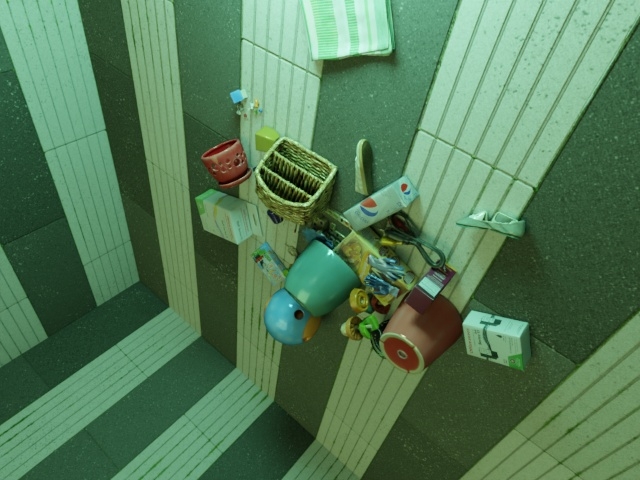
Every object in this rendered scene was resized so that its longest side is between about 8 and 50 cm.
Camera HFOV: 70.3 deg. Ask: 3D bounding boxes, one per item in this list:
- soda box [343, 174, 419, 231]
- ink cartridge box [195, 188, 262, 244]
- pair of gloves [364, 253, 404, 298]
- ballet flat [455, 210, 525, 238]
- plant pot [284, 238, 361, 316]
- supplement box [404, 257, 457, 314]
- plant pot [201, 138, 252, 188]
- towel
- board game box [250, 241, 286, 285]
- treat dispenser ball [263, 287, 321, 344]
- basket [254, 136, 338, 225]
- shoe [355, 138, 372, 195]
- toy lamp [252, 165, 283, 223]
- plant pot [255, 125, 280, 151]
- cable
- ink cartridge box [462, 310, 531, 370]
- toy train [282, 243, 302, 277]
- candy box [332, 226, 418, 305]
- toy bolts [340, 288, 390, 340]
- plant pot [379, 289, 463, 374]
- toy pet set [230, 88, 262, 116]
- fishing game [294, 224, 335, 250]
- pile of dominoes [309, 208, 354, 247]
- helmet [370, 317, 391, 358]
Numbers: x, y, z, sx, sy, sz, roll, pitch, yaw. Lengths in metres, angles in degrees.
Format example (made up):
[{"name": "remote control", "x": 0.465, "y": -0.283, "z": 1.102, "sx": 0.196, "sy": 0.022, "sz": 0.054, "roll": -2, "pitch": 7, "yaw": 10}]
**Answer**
[{"name": "soda box", "x": 0.213, "y": -0.128, "z": 1.646, "sx": 0.091, "sy": 0.098, "sz": 0.286, "roll": 56, "pitch": 143, "yaw": -5}, {"name": "ink cartridge box", "x": -0.473, "y": -0.116, "z": 2.345, "sx": 0.353, "sy": 0.119, "sz": 0.207, "roll": 20, "pitch": 132, "yaw": 35}, {"name": "pair of gloves", "x": 0.242, "y": 0.141, "z": 1.748, "sx": 0.159, "sy": 0.023, "sz": 0.198, "roll": 24, "pitch": 132, "yaw": 28}, {"name": "ballet flat", "x": 0.529, "y": -0.059, "z": 1.416, "sx": 0.213, "sy": 0.072, "sz": 0.068, "roll": 16, "pitch": 103, "yaw": 37}, {"name": "plant pot", "x": -0.012, "y": 0.179, "z": 1.923, "sx": 0.293, "sy": 0.235, "sz": 0.293, "roll": 42, "pitch": 168, "yaw": 11}, {"name": "supplement box", "x": 0.393, "y": 0.162, "z": 1.618, "sx": 0.080, "sy": 0.188, "sz": 0.104, "roll": 38, "pitch": 140, "yaw": 16}, {"name": "plant pot", "x": -0.417, "y": -0.341, "z": 2.056, "sx": 0.191, "sy": 0.191, "sz": 0.174, "roll": 7, "pitch": 129, "yaw": 43}, {"name": "towel", "x": 0.072, "y": -0.684, "z": 1.396, "sx": 0.324, "sy": 0.038, "sz": 0.248, "roll": 13, "pitch": 127, "yaw": 40}, {"name": "board game box", "x": -0.265, "y": 0.127, "z": 2.393, "sx": 0.212, "sy": 0.039, "sz": 0.160, "roll": 52, "pitch": 142, "yaw": -2}, {"name": "treat dispenser ball", "x": -0.138, "y": 0.371, "z": 2.253, "sx": 0.288, "sy": 0.288, "sz": 0.288, "roll": 27, "pitch": 136, "yaw": 29}, {"name": "basket", "x": -0.116, "y": -0.234, "z": 1.806, "sx": 0.299, "sy": 0.213, "sz": 0.223, "roll": 36, "pitch": 140, "yaw": 20}, {"name": "shoe", "x": 0.146, "y": -0.259, "z": 1.627, "sx": 0.058, "sy": 0.076, "sz": 0.219, "roll": 17, "pitch": 133, "yaw": 30}, {"name": "toy lamp", "x": -0.232, "y": -0.205, "z": 2.061, "sx": 0.080, "sy": 0.080, "sz": 0.275, "roll": 5, "pitch": 122, "yaw": 44}, {"name": "plant pot", "x": -0.212, "y": -0.412, "z": 1.876, "sx": 0.083, "sy": 0.081, "sz": 0.081, "roll": 22, "pitch": 134, "yaw": 21}, {"name": "cable", "x": 0.335, "y": -0.009, "z": 1.646, "sx": 0.287, "sy": 0.072, "sz": 0.140, "roll": 26, "pitch": 101, "yaw": 23}, {"name": "ink cartridge box", "x": 0.624, "y": 0.351, "z": 1.614, "sx": 0.208, "sy": 0.087, "sz": 0.153, "roll": 8, "pitch": 124, "yaw": 43}, {"name": "toy train", "x": -0.127, "y": 0.125, "z": 2.162, "sx": 0.248, "sy": 0.143, "sz": 0.105, "roll": 37, "pitch": 140, "yaw": 19}, {"name": "candy box", "x": 0.216, "y": 0.096, "z": 1.822, "sx": 0.316, "sy": 0.087, "sz": 0.183, "roll": 47, "pitch": 142, "yaw": 4}, {"name": "toy bolts", "x": 0.162, "y": 0.286, "z": 1.924, "sx": 0.158, "sy": 0.228, "sz": 0.218, "roll": -14, "pitch": 107, "yaw": 41}, {"name": "plant pot", "x": 0.372, "y": 0.364, "z": 1.758, "sx": 0.274, "sy": 0.243, "sz": 0.275, "roll": 27, "pitch": 136, "yaw": 29}, {"name": "toy pet set", "x": -0.320, "y": -0.562, "z": 1.874, "sx": 0.122, "sy": 0.065, "sz": 0.114, "roll": -2, "pitch": 118, "yaw": 46}, {"name": "fishing game", "x": 0.000, "y": 0.000, "z": 1.975, "sx": 0.264, "sy": 0.041, "sz": 0.189, "roll": 34, "pitch": 160, "yaw": 7}, {"name": "pile of dominoes", "x": 0.046, "y": -0.035, "z": 1.941, "sx": 0.251, "sy": 0.040, "sz": 0.196, "roll": 36, "pitch": 139, "yaw": 21}, {"name": "helmet", "x": 0.299, "y": 0.432, "z": 1.955, "sx": 0.162, "sy": 0.169, "sz": 0.169, "roll": 56, "pitch": 145, "yaw": 22}]
